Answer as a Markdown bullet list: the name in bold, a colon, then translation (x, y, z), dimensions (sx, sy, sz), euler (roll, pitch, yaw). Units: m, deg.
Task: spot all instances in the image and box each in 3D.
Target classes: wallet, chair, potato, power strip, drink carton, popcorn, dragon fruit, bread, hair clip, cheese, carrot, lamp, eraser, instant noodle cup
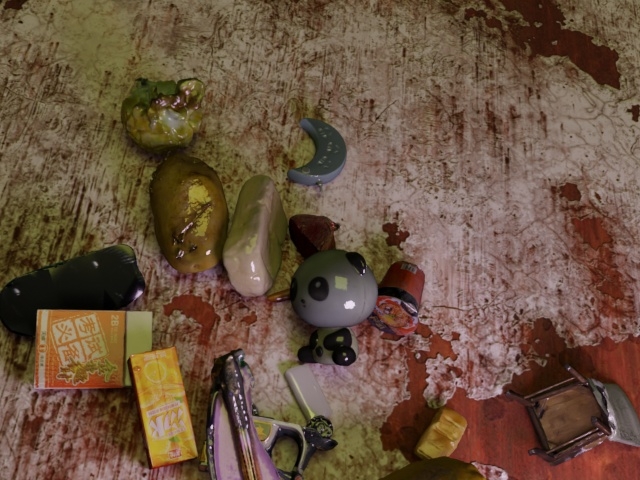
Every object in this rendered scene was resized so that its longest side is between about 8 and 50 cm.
- **wallet**: translation (-0.025, 0.319, 1.875), dimensions (0.061, 0.025, 0.122), euler (-15, 62, -28)
- **chair**: translation (0.544, 0.376, 1.904), dimensions (0.186, 0.319, 0.160), euler (-31, 58, 21)
- **potato**: translation (-0.290, -0.072, 1.993), dimensions (0.172, 0.140, 0.300), euler (-21, 59, 11)
- **power strip**: translation (-0.005, -0.203, 2.198), dimensions (0.137, 0.044, 0.216), euler (13, 56, -5)
- **drink carton**: translation (-0.310, 0.327, 1.751), dimensions (0.096, 0.071, 0.223), euler (-11, 76, -19)
- **popcorn**: translation (-0.362, -0.307, 2.102), dimensions (0.198, 0.212, 0.198), euler (28, 48, -35)
- **dragon fruit**: translation (0.000, 0.000, 2.043), dimensions (0.096, 0.102, 0.147), euler (-22, 60, -26)
- **bread**: translation (0.249, 0.411, 1.858), dimensions (0.074, 0.053, 0.132), euler (35, 60, 11)
- **hair clip**: translation (-0.154, 0.384, 1.698), dimensions (0.110, 0.095, 0.359), euler (-2, 75, -41)
- **cheese**: translation (-0.144, -0.006, 1.980), dimensions (0.093, 0.159, 0.263), euler (-4, 53, 20)
- **carrot**: translation (-0.030, 0.113, 2.001), dimensions (0.190, 0.037, 0.037), euler (-10, 61, -14)
- **lamp**: translation (0.026, 0.140, 1.893), dimensions (0.197, 0.198, 0.244), euler (3, 84, -10)
- **eraser**: translation (-0.455, 0.220, 1.804), dimensions (0.230, 0.038, 0.157), euler (2, 76, -14)
- **instant noodle cup**: translation (0.175, 0.121, 1.994), dimensions (0.127, 0.127, 0.136), euler (24, 48, 3)

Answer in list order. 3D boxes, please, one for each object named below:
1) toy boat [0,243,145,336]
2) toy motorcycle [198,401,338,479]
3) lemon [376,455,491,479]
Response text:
- **toy boat**: translation (-0.520, 0.107, 1.869), dimensions (0.298, 0.092, 0.134), euler (-19, 94, -15)
- **toy motorcycle**: translation (-0.098, 0.405, 1.770), dimensions (0.262, 0.091, 0.157), euler (11, 64, -3)
- **lemon**: translation (0.194, 0.546, 1.639), dimensions (0.285, 0.285, 0.316), euler (41, 90, 14)
